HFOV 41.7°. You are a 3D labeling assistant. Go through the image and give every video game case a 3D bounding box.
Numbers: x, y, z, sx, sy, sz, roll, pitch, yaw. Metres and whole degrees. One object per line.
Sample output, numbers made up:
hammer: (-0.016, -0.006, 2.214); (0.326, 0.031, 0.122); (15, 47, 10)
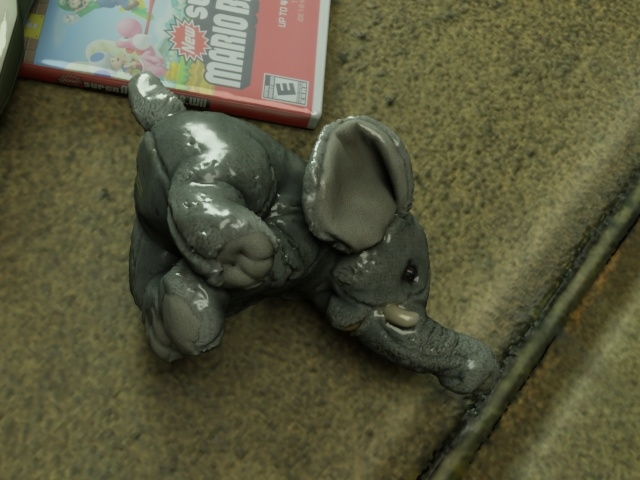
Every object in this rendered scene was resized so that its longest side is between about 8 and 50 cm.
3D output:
video game case: (-0.132, -0.204, 0.684); (0.285, 0.025, 0.204); (9, 64, -10)

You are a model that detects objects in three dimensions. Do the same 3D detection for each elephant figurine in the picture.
elephant figurine: (0.000, 0.000, 0.571); (0.239, 0.186, 0.169); (-2, 23, -26)

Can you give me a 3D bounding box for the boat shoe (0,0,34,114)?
boat shoe: (-0.234, -0.198, 0.595); (0.068, 0.081, 0.228); (13, 66, -12)
